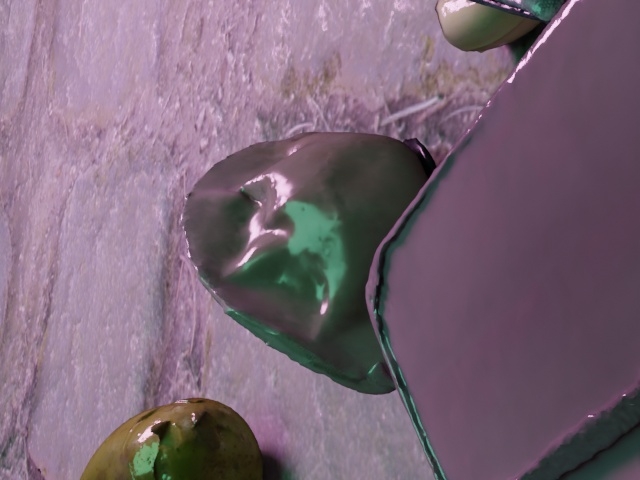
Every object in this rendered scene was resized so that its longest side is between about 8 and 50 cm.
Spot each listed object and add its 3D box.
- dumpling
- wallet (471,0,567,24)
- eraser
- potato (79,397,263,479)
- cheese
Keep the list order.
[{"bbox_3d":[0.015,-0.008,1.045,0.163,0.204,0.293,-43,37,29],"label":"dumpling"},{"bbox_3d":[0.170,-0.338,0.928,0.237,0.075,0.342,33,94,47],"label":"wallet"},{"bbox_3d":[0.176,0.035,0.757,0.359,0.122,0.272,-52,55,51],"label":"eraser"},{"bbox_3d":[-0.156,0.260,1.276,0.248,0.169,0.143,-47,13,28],"label":"potato"},{"bbox_3d":[0.165,-0.249,0.995,0.249,0.071,0.163,-26,59,52],"label":"cheese"}]
